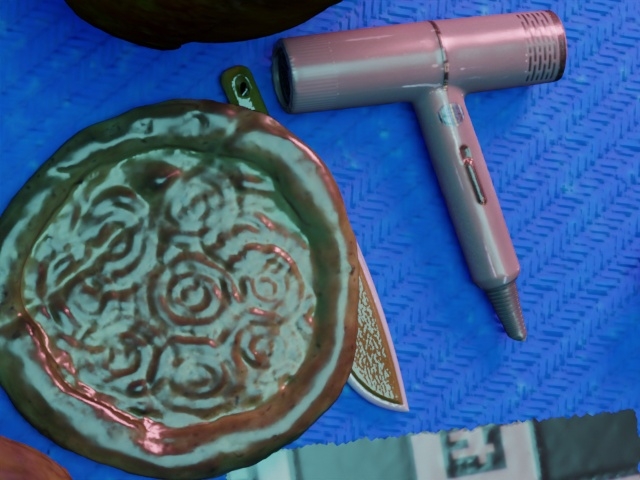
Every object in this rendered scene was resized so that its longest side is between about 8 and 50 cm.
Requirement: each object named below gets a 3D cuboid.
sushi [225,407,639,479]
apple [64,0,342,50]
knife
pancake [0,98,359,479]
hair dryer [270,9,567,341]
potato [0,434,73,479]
[{"bbox_3d":[0.111,0.306,1.095,0.296,0.100,0.373,-5,86,-16],"label":"sushi"},{"bbox_3d":[-0.041,-0.308,0.974,0.384,0.374,0.374,-42,97,-31],"label":"apple"},{"bbox_3d":[0.000,0.000,1.133,0.046,0.022,0.256,-24,92,-20],"label":"knife"},{"bbox_3d":[-0.090,0.034,1.093,0.250,0.031,0.250,1,86,-11],"label":"pancake"},{"bbox_3d":[0.074,-0.036,1.149,0.195,0.053,0.220,-7,94,-15],"label":"hair dryer"},{"bbox_3d":[-0.201,0.250,0.920,0.301,0.237,0.289,-28,96,-27],"label":"potato"}]
